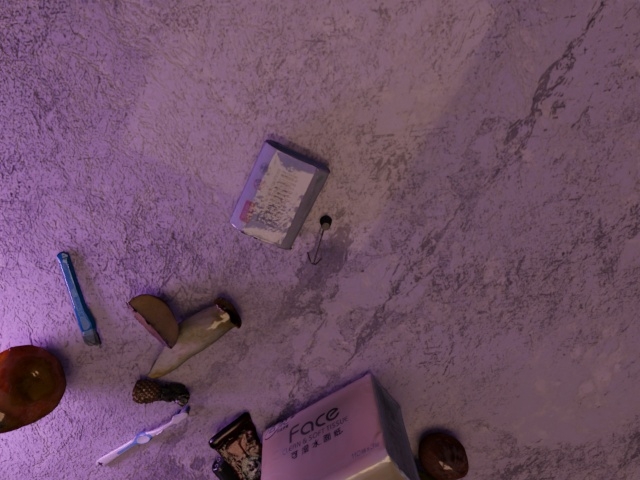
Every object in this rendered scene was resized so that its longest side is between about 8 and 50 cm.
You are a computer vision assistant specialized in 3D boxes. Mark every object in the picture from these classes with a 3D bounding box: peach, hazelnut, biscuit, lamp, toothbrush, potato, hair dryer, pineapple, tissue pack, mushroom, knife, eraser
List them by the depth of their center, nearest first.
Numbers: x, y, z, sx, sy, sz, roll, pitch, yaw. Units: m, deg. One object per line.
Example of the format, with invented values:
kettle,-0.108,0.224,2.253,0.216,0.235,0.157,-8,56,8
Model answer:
eraser,-0.101,-0.107,1.241,0.174,0.081,0.227,23,109,-14
lamp,0.000,-0.001,1.301,0.041,0.054,0.121,16,111,-7
peach,-0.809,0.407,1.361,0.214,0.235,0.214,0,122,0
potato,-0.428,0.208,1.362,0.172,0.089,0.100,43,151,4
knife,-0.653,0.166,1.375,0.044,0.026,0.297,-8,110,-1
mushroom,-0.362,0.271,1.392,0.333,0.087,0.107,-33,110,14
tissue pack,0.039,0.609,1.405,0.405,0.332,0.205,-32,111,11
pineapple,-0.460,0.445,1.472,0.159,0.074,0.074,10,112,-10
hazelnut,0.372,0.661,1.541,0.154,0.143,0.143,36,107,-13
biscuit,-0.226,0.653,1.542,0.151,0.063,0.235,-32,96,-9
toothbrush,-0.549,0.610,1.552,0.386,0.040,0.040,-34,109,12
hair dryer,-0.235,0.699,1.596,0.197,0.057,0.100,-30,110,2

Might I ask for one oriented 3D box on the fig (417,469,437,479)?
fig,0.312,0.827,1.559,0.271,0.239,0.239,7,113,-18
